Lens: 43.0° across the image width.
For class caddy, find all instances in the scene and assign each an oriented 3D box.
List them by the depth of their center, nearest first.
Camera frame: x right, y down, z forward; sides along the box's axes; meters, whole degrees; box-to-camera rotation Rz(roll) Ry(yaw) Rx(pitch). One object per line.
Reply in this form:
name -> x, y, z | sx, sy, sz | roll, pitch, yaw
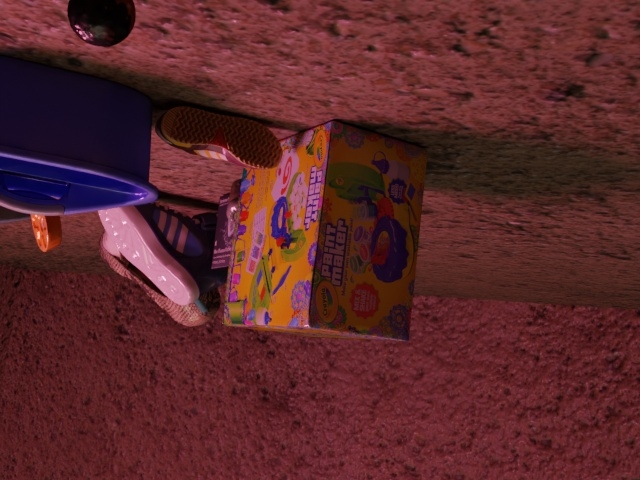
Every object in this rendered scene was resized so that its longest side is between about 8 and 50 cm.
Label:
caddy -> -0.390, -0.125, 1.129 | 0.341, 0.179, 0.241 | 10, 171, -20

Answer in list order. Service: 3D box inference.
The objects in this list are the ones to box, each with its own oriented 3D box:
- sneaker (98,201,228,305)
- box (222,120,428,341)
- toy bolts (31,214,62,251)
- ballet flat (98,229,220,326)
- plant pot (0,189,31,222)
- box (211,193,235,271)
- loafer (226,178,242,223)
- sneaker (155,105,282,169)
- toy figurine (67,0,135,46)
sneaker -> -0.314, -0.030, 1.808 | 0.323, 0.236, 0.130 | 48, 141, 4
box -> 0.000, 0.000, 1.252 | 0.177, 0.290, 0.279 | 12, 170, -29
toy bolts -> -0.523, -0.087, 1.344 | 0.158, 0.218, 0.228 | -12, 174, -31
ballet flat -> -0.423, 0.033, 1.992 | 0.482, 0.164, 0.182 | 34, 160, 38
plant pot -> -0.661, -0.103, 1.530 | 0.234, 0.166, 0.165 | 5, 174, -40
box -> -0.144, -0.016, 1.651 | 0.093, 0.158, 0.156 | 11, 169, -29
loafer -> -0.049, -0.084, 1.471 | 0.251, 0.087, 0.094 | -1, 147, -21
sneaker -> -0.146, -0.149, 1.178 | 0.185, 0.070, 0.084 | 18, 176, -23
toy figurine -> -0.228, -0.218, 0.548 | 0.213, 0.148, 0.209 | 5, 170, 10
